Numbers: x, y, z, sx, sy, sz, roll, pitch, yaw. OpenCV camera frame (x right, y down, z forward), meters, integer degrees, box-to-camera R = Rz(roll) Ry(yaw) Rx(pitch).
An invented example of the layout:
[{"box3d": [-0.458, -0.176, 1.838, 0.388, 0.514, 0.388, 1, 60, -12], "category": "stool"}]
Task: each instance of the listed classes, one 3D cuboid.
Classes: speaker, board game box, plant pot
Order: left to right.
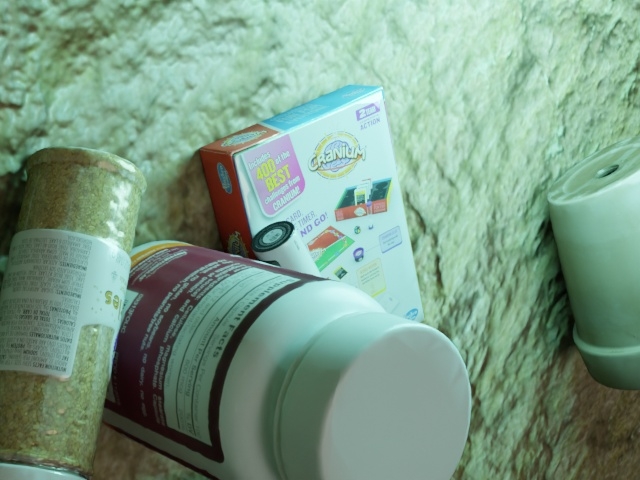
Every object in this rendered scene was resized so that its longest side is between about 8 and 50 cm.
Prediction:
[{"box3d": [-0.025, 0.046, 1.315, 0.055, 0.055, 0.136, -45, 125, -26], "category": "speaker"}, {"box3d": [0.000, 0.000, 1.410, 0.242, 0.064, 0.317, -27, 115, -35], "category": "board game box"}, {"box3d": [0.473, 0.012, 1.708, 0.323, 0.323, 0.280, -40, 105, -29], "category": "plant pot"}]

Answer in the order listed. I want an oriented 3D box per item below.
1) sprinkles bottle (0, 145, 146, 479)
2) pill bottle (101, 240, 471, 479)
[{"box3d": [-0.248, 0.092, 1.098, 0.121, 0.121, 0.355, 26, 62, -42], "category": "sprinkles bottle"}, {"box3d": [-0.058, 0.134, 1.162, 0.224, 0.392, 0.224, -10, 106, -40], "category": "pill bottle"}]
